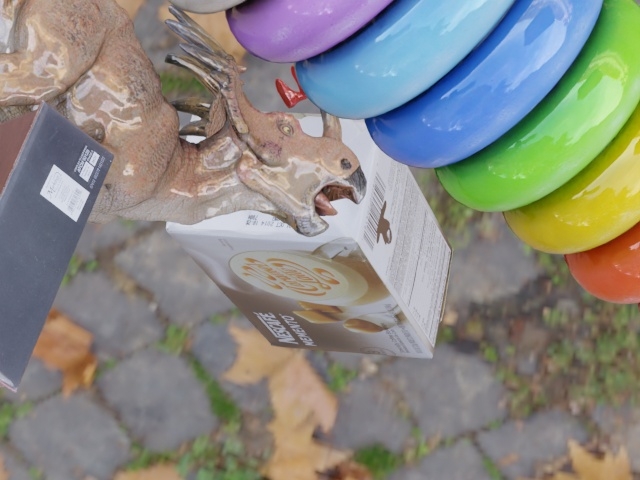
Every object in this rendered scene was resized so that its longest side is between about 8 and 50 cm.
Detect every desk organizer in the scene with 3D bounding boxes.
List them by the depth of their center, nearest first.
[{"bbox_3d":[-0.148,0.005,0.818,0.050,0.130,0.047,-14,137,44],"label":"desk organizer"}]

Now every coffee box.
[{"bbox_3d":[0.000,0.000,1.308,0.141,0.098,0.246,5,160,18],"label":"coffee box"}]

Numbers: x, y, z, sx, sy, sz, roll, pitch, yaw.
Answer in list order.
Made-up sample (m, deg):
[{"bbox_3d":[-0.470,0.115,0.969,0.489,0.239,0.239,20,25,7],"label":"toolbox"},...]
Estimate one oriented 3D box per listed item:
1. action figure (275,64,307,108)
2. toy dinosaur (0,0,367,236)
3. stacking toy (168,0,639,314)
[{"bbox_3d":[0.028,-0.112,1.071,0.030,0.115,0.038,64,150,9],"label":"action figure"},{"bbox_3d":[-0.129,-0.089,0.981,0.127,0.200,0.295,7,141,55],"label":"toy dinosaur"},{"bbox_3d":[0.095,-0.051,0.709,0.330,0.141,0.141,41,121,-19],"label":"stacking toy"}]
